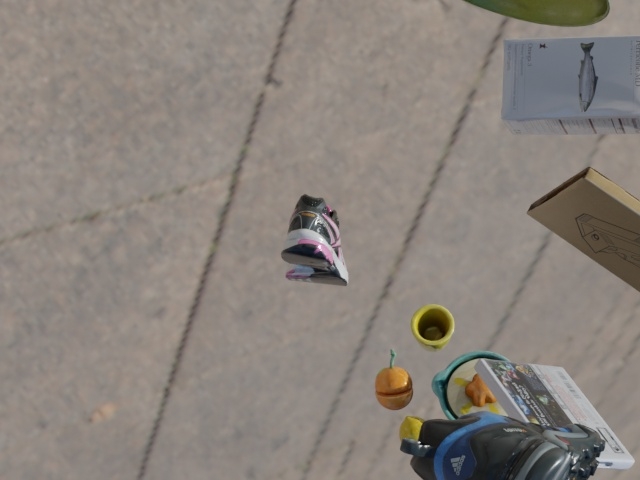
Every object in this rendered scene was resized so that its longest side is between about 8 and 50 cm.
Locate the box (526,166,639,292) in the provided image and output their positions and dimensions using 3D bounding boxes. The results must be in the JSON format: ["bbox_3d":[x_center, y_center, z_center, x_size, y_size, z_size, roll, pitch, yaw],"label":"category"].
[{"bbox_3d":[0.358,-0.003,1.748,0.021,0.201,0.164,-59,-174,-21],"label":"box"}]

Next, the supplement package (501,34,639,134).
[{"bbox_3d":[0.321,-0.191,1.843,0.105,0.179,0.105,28,63,-72],"label":"supplement package"}]

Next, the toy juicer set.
[{"bbox_3d":[0.226,0.264,2.290,0.209,0.329,0.089,-46,160,-14],"label":"toy juicer set"}]

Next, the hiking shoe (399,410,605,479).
[{"bbox_3d":[0.169,0.194,1.311,0.113,0.132,0.304,-65,161,-5],"label":"hiking shoe"}]

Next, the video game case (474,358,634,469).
[{"bbox_3d":[0.319,0.238,2.032,0.173,0.190,0.022,10,124,-39],"label":"video game case"}]

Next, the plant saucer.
[{"bbox_3d":[0.186,-0.287,1.522,0.241,0.241,0.037,33,75,-61],"label":"plant saucer"}]

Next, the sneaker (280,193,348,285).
[{"bbox_3d":[0.000,0.000,1.618,0.178,0.072,0.077,88,11,-75],"label":"sneaker"}]
